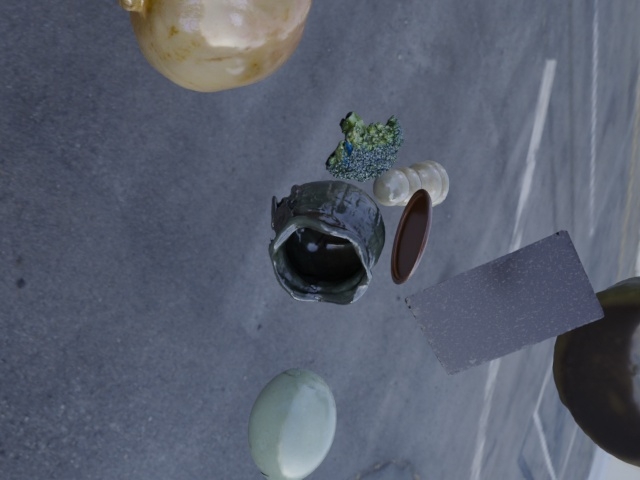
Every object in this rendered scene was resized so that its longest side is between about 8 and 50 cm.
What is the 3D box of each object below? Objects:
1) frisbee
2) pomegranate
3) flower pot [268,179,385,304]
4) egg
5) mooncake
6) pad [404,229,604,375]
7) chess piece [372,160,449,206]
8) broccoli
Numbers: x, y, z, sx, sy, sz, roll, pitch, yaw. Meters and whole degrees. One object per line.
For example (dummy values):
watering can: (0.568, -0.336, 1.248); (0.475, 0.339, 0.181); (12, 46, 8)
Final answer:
frisbee: (0.228, -0.009, 1.645); (0.251, 0.021, 0.251); (-164, -90, -81)
pomegranate: (-0.225, -0.495, 1.315); (0.411, 0.411, 0.411); (-35, 133, -49)
flower pot: (0.000, 0.000, 1.588); (0.213, 0.302, 0.302); (-71, 158, -49)
egg: (-0.061, 0.398, 1.398); (0.186, 0.186, 0.253); (8, 94, -61)
mooncake: (0.745, 0.279, 1.467); (0.246, 0.393, 0.394); (-2, 130, -48)
pad: (0.356, 0.129, 1.265); (0.220, 0.330, 0.004); (59, 17, -22)
chess piece: (0.248, -0.152, 1.858); (0.261, 0.143, 0.142); (-13, 115, -51)
broccoli: (0.088, -0.206, 1.387); (0.154, 0.160, 0.167); (-12, 152, -47)
